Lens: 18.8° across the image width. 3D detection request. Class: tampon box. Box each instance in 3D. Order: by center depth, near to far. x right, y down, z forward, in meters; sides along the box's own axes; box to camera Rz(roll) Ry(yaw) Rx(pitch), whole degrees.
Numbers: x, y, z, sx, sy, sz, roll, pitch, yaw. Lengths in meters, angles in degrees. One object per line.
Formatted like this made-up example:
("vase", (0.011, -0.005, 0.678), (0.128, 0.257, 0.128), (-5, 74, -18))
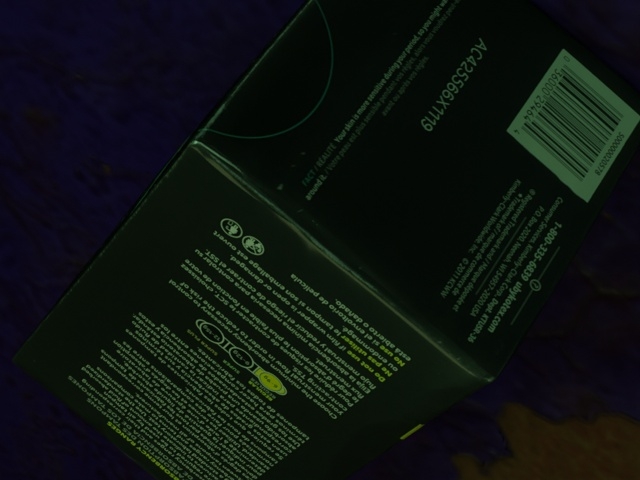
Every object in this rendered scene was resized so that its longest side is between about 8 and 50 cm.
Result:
("tampon box", (0.000, 0.000, 0.586), (0.101, 0.120, 0.161), (40, 145, -5))
